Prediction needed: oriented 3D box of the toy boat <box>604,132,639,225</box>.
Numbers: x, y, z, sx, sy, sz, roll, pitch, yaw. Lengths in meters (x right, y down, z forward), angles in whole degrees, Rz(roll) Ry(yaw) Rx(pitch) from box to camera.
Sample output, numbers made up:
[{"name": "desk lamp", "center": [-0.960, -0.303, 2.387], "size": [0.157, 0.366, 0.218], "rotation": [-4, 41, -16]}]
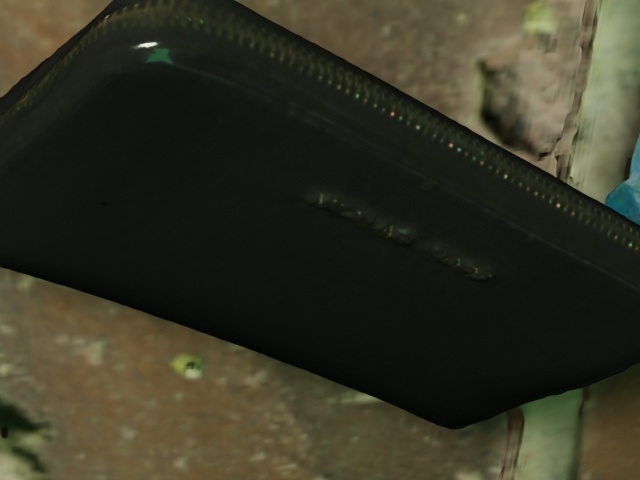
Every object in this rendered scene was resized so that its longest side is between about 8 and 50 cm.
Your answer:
[{"name": "toy boat", "center": [0.162, -0.073, 0.466], "size": [0.102, 0.088, 0.215], "rotation": [1, 141, -39]}]

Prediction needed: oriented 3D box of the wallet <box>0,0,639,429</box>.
[{"name": "wallet", "center": [0.000, 0.000, 0.495], "size": [0.250, 0.044, 0.149], "rotation": [25, 144, -32]}]
